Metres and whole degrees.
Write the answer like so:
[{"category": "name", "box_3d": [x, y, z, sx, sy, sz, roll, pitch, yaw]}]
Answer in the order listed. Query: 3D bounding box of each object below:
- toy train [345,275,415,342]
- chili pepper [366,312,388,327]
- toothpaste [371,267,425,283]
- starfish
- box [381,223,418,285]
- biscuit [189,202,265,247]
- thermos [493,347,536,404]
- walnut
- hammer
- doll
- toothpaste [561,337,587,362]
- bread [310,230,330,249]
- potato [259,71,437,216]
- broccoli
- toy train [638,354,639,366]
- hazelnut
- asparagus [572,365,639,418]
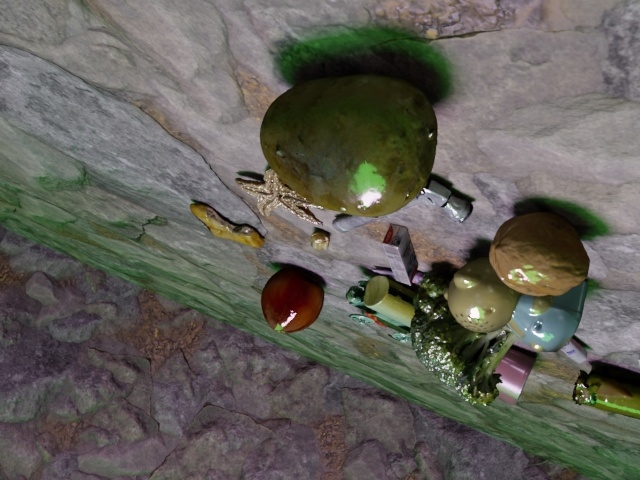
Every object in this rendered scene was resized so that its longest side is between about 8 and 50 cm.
[{"category": "toy train", "box_3d": [0.213, 0.197, 1.849, 0.307, 0.126, 0.189, 28, 164, -32]}, {"category": "chili pepper", "box_3d": [0.172, 0.200, 2.010, 0.086, 0.084, 0.192, -2, 159, 18]}, {"category": "toothpaste", "box_3d": [0.204, 0.090, 1.747, 0.045, 0.028, 0.170, 29, 164, -39]}, {"category": "starfish", "box_3d": [-0.089, -0.104, 1.529, 0.227, 0.043, 0.240, 20, 159, 2]}, {"category": "box", "box_3d": [0.185, 0.036, 1.572, 0.040, 0.055, 0.218, 17, 161, 22]}, {"category": "biscuit", "box_3d": [-0.258, -0.041, 1.923, 0.183, 0.039, 0.174, 15, 158, 22]}, {"category": "thermos", "box_3d": [0.478, 0.352, 2.009, 0.265, 0.146, 0.176, 25, -171, 21]}, {"category": "walnut", "box_3d": [0.376, 0.023, 1.182, 0.167, 0.149, 0.166, 12, -166, -3]}, {"category": "hammer", "box_3d": [0.133, -0.055, 1.402, 0.152, 0.044, 0.427, 29, 161, -15]}, {"category": "doll", "box_3d": [0.390, 0.128, 1.421, 0.261, 0.161, 0.177, 19, 163, 6]}, {"category": "toothpaste", "box_3d": [0.588, 0.238, 1.691, 0.194, 0.043, 0.067, 38, 160, -24]}, {"category": "bread", "box_3d": [0.000, 0.000, 1.731, 0.049, 0.033, 0.088, 7, 165, 3]}, {"category": "potato", "box_3d": [0.037, -0.147, 1.024, 0.307, 0.173, 0.210, 16, 126, 41]}, {"category": "broccoli", "box_3d": [0.350, 0.219, 1.615, 0.283, 0.303, 0.321, -26, 139, 26]}, {"category": "toy train", "box_3d": [0.790, 0.327, 1.610, 0.051, 0.052, 0.234, 13, 149, 40]}, {"category": "hazelnut", "box_3d": [-0.089, 0.192, 2.107, 0.208, 0.208, 0.208, 21, 162, 7]}, {"category": "asparagus", "box_3d": [0.845, 0.411, 1.742, 0.382, 0.108, 0.128, 13, -169, 22]}]
